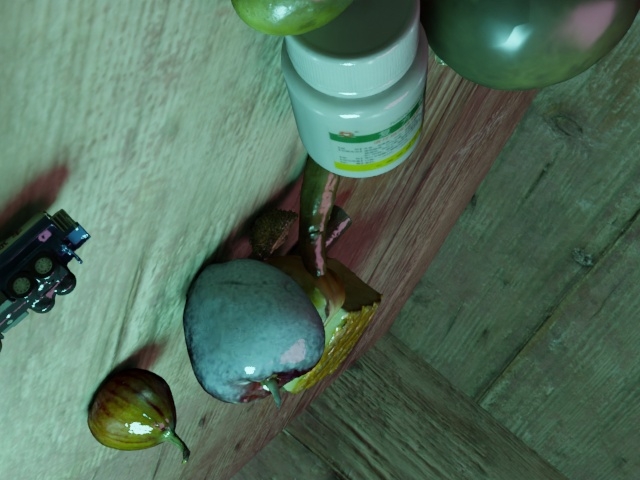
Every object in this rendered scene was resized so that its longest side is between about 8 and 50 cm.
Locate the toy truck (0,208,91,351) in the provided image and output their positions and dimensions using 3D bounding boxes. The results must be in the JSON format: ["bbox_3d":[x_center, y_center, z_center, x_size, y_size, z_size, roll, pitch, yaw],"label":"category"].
[{"bbox_3d":[-0.350,0.047,0.898,0.201,0.088,0.074,-44,166,-12],"label":"toy truck"}]

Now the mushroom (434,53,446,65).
[{"bbox_3d":[0.308,-0.459,1.680,0.202,0.059,0.054,-60,166,24],"label":"mushroom"}]

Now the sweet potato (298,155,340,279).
[{"bbox_3d":[-0.006,-0.058,1.530,0.075,0.075,0.273,-17,117,-64],"label":"sweet potato"}]

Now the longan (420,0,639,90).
[{"bbox_3d":[0.350,-0.434,1.336,0.404,0.404,0.336,-46,121,-20],"label":"longan"}]

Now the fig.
[{"bbox_3d":[-0.322,0.310,1.454,0.148,0.202,0.149,-9,102,-87],"label":"fig"}]

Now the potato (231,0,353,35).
[{"bbox_3d":[-0.001,-0.339,0.907,0.228,0.148,0.197,-41,175,-34],"label":"potato"}]

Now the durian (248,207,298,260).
[{"bbox_3d":[-0.100,-0.013,1.506,0.110,0.071,0.140,-61,179,38],"label":"durian"}]

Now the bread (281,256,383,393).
[{"bbox_3d":[-0.015,0.201,1.995,0.279,0.207,0.279,-58,162,21],"label":"bread"}]

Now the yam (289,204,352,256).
[{"bbox_3d":[0.000,0.000,1.836,0.169,0.068,0.068,-49,165,-6],"label":"yam"}]

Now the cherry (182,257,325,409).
[{"bbox_3d":[-0.124,0.170,1.445,0.255,0.296,0.218,-38,159,30],"label":"cherry"}]

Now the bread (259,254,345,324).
[{"bbox_3d":[-0.098,0.161,1.690,0.316,0.211,0.270,-51,175,14],"label":"bread"}]

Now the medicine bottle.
[{"bbox_3d":[0.051,-0.245,1.150,0.208,0.208,0.340,-48,165,-10],"label":"medicine bottle"}]
